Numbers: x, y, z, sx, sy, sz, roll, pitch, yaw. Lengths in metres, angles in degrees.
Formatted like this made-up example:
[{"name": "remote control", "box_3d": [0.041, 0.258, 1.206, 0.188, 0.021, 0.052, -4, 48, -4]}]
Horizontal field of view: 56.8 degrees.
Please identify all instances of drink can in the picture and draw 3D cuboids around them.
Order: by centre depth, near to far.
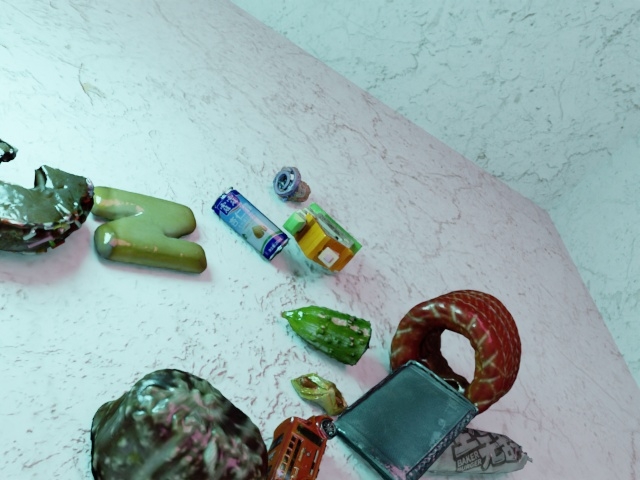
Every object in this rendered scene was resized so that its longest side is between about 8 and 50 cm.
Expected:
[{"name": "drink can", "box_3d": [-0.203, -0.048, 1.737, 0.235, 0.097, 0.097, 42, 31, 0]}]

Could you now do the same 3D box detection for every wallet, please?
[{"name": "wallet", "box_3d": [0.214, 0.457, 1.498, 0.237, 0.075, 0.342, 36, 42, 27]}]

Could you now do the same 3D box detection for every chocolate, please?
[{"name": "chocolate", "box_3d": [-0.237, 0.369, 1.061, 0.340, 0.210, 0.225, 39, 29, -4]}]

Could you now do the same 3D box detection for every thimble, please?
[{"name": "thimble", "box_3d": [0.388, 0.320, 1.702, 0.230, 0.350, 0.350, -6, 55, -54]}]

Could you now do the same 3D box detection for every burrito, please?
[{"name": "burrito", "box_3d": [0.427, 0.580, 1.635, 0.445, 0.101, 0.139, 16, 28, -32]}]

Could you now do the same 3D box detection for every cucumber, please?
[{"name": "cucumber", "box_3d": [0.008, 0.237, 1.596, 0.244, 0.134, 0.134, 22, 35, -13]}]

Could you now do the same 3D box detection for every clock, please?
[{"name": "clock", "box_3d": [0.000, 0.000, 1.820, 0.220, 0.106, 0.255, 42, 13, 3]}]

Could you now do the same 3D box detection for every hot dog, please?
[{"name": "hot dog", "box_3d": [0.009, 0.376, 1.465, 0.169, 0.061, 0.078, 31, 33, -16]}]

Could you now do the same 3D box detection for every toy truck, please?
[{"name": "toy truck", "box_3d": [-0.055, 0.461, 1.241, 0.114, 0.107, 0.253, 37, 31, -8]}]

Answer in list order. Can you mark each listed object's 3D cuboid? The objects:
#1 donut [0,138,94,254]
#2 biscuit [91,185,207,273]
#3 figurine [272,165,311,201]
[{"name": "donut", "box_3d": [-0.661, -0.086, 1.245, 0.345, 0.136, 0.259, 21, 38, -29]}, {"name": "biscuit", "box_3d": [-0.431, -0.029, 1.494, 0.290, 0.062, 0.237, 15, 39, -39]}, {"name": "figurine", "box_3d": [-0.101, -0.184, 2.029, 0.157, 0.114, 0.126, 40, 48, -67]}]
